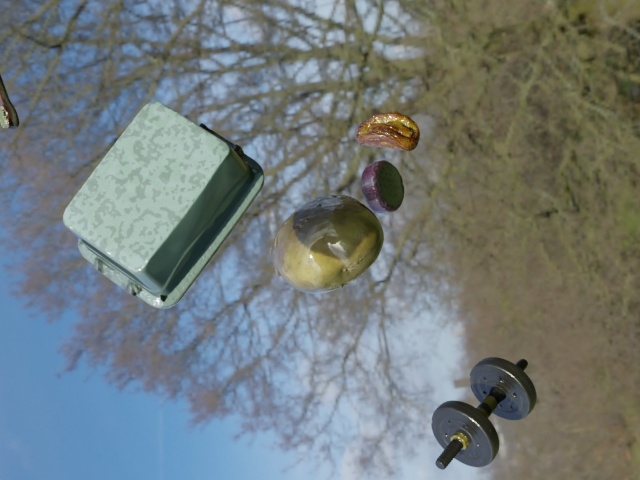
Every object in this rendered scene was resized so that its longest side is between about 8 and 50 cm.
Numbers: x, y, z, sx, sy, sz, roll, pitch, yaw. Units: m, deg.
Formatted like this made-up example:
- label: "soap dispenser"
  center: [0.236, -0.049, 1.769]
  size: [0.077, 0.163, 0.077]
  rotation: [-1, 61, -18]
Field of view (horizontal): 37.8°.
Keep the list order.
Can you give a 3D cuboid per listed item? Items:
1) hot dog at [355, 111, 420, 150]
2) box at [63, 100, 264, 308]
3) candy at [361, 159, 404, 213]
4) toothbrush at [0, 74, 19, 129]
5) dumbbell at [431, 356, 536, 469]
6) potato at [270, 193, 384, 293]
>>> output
- label: "hot dog"
  center: [0.152, -0.244, 2.119]
  size: [0.065, 0.147, 0.099]
  rotation: [83, -155, -44]
- label: "box"
  center: [-0.191, -0.048, 1.136]
  size: [0.227, 0.162, 0.130]
  rotation: [-54, -18, -10]
- label: "candy"
  center: [0.118, -0.102, 1.783]
  size: [0.103, 0.043, 0.103]
  rotation: [23, -120, -48]
- label: "toothbrush"
  center: [-0.487, -0.319, 1.297]
  size: [0.041, 0.041, 0.364]
  rotation: [20, -133, -80]
- label: "dumbbell"
  center: [0.320, 0.334, 1.834]
  size: [0.325, 0.143, 0.143]
  rotation: [-39, -53, -37]
- label: "potato"
  center: [0.000, 0.000, 1.638]
  size: [0.141, 0.191, 0.296]
  rotation: [51, 173, -12]
